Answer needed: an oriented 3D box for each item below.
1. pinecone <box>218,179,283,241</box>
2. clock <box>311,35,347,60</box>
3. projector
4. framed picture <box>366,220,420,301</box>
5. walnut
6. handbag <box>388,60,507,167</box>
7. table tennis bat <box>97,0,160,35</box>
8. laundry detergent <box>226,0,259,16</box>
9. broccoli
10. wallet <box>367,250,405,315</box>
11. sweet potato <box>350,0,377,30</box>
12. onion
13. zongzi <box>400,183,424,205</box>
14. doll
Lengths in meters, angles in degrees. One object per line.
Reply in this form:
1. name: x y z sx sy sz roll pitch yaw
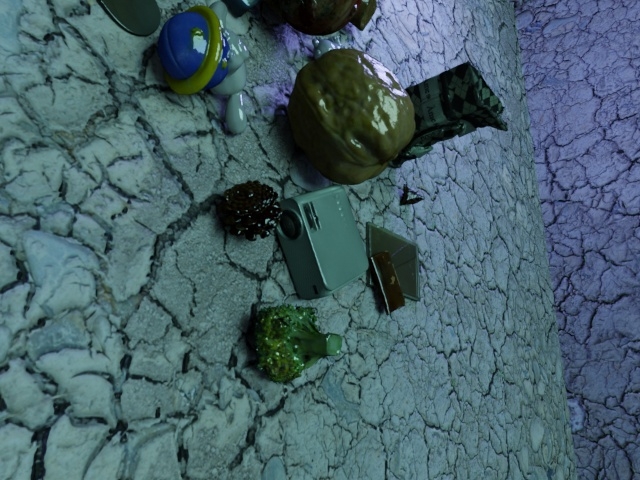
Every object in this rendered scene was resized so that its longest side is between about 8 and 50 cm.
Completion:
1. pinecone: -0.150 -0.058 1.047 0.120 0.140 0.140 80 25 -50
2. clock: 0.038 -0.521 1.445 0.117 0.080 0.176 -34 103 -49
3. projector: 0.000 0.000 1.213 0.198 0.108 0.250 -25 98 -50
4. framed picture: 0.235 0.071 1.527 0.281 0.019 0.208 23 61 -43
5. walnut: 0.068 -0.326 1.247 0.306 0.306 0.344 -16 67 -50
6. handbag: 0.332 -0.348 1.467 0.317 0.416 0.180 7 71 -50
7. table tennis bat: -0.417 -0.524 0.972 0.234 0.022 0.131 54 45 -26
8. laundry detergent: -0.236 -0.665 1.190 0.206 0.061 0.096 51 47 -25
9. broccoli: -0.042 0.211 1.030 0.219 0.194 0.194 46 47 -38
10. wallet: 0.196 0.123 1.428 0.095 0.026 0.176 -21 91 -43
11. sweet potato: 0.052 -0.816 1.516 0.370 0.158 0.157 30 57 -32
12. onion: -0.030 -0.711 1.271 0.354 0.354 0.353 19 64 -45
13. zongzi: 0.303 -0.159 1.657 0.083 0.067 0.073 -8 90 -33
14. doll: -0.231 -0.426 1.044 0.243 0.160 0.310 13 65 -45
